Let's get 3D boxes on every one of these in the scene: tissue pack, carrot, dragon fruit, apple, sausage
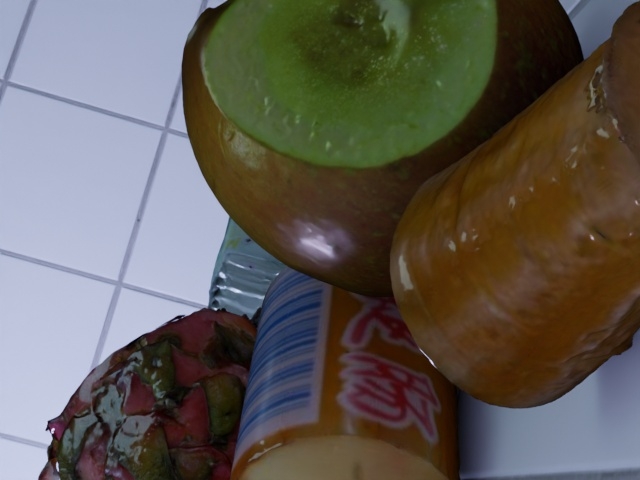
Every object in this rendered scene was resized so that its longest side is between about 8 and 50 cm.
[{"bbox_3d":[0.000,0.000,1.554,0.388,0.287,0.162,-85,7,-60],"label":"tissue pack"},{"bbox_3d":[0.182,-0.016,0.686,0.254,0.195,0.196,-44,29,56],"label":"carrot"},{"bbox_3d":[-0.142,0.273,1.262,0.314,0.296,0.263,-48,60,24],"label":"dragon fruit"},{"bbox_3d":[0.053,-0.144,1.012,0.384,0.374,0.374,126,160,-48],"label":"apple"},{"bbox_3d":[0.031,0.175,1.110,0.287,0.233,0.233,-83,11,-54],"label":"sausage"}]
